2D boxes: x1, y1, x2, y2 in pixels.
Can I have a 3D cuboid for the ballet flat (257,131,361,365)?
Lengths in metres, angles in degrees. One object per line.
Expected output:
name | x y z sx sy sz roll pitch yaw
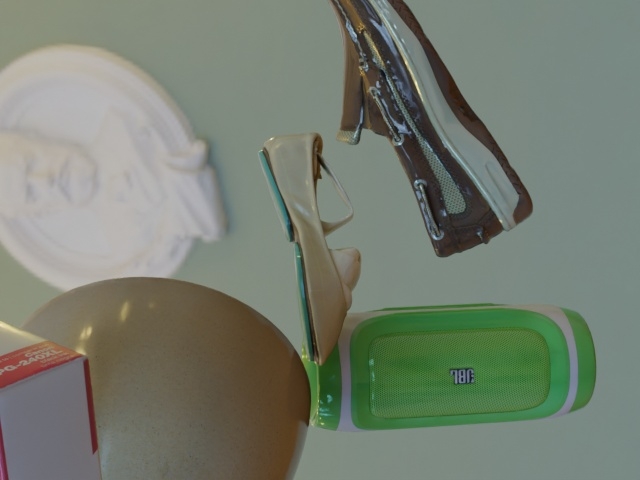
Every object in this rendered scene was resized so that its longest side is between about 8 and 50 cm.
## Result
ballet flat | 0.000 0.000 1.167 0.086 0.086 0.248 53 -159 -67

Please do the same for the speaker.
speaker | 0.134 0.134 1.243 0.131 0.296 0.131 178 90 -80

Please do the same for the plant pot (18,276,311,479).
plant pot | -0.152 0.199 1.002 0.191 0.284 0.284 -88 -5 -54

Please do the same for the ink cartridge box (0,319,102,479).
ink cartridge box | -0.194 0.102 0.655 0.063 0.150 0.109 -23 -62 -43

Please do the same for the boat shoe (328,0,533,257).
boat shoe | 0.049 -0.103 0.854 0.257 0.095 0.095 57 -174 4
